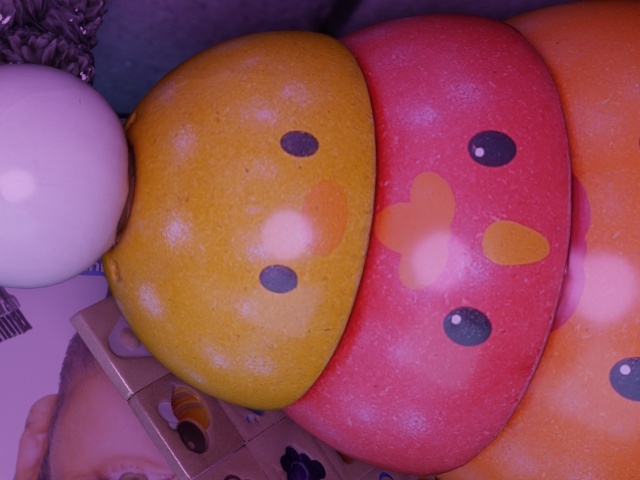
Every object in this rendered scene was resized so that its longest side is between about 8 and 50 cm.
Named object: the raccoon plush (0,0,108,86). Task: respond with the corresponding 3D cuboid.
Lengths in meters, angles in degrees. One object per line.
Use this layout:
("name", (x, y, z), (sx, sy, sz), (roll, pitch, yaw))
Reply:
("raccoon plush", (-0.321, -0.155, 0.991), (0.299, 0.216, 0.446), (-22, 137, 16))

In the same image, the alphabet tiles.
("alphabet tiles", (-0.005, 0.067, 1.127), (0.011, 0.342, 0.285), (-38, 84, 34))

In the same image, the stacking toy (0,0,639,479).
("stacking toy", (0.000, 0.000, 0.991), (0.480, 0.351, 0.350), (6, 144, -24))

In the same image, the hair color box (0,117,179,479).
("hair color box", (-0.149, 0.074, 1.158), (0.185, 0.339, 0.110), (2, 143, -1))
